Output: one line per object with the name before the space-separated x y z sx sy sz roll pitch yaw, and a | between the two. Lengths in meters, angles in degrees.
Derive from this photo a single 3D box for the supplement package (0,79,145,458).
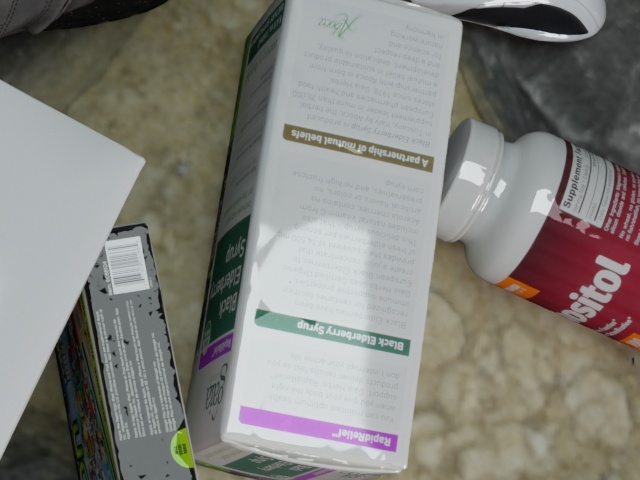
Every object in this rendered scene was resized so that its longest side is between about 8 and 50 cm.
supplement package | -0.187 0.023 0.715 0.134 0.244 0.139 29 68 -13

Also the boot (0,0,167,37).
boot | -0.181 -0.146 0.777 0.338 0.223 0.118 -29 87 -20

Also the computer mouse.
computer mouse | 0.074 -0.157 0.941 0.193 0.042 0.106 6 55 -17

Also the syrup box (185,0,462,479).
syrup box | 0.000 0.000 0.863 0.096 0.093 0.237 13 74 -13

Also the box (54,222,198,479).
box | -0.087 0.106 0.802 0.036 0.114 0.207 -9 79 -18

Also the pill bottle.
pill bottle | 0.132 -0.004 0.908 0.152 0.086 0.086 24 71 -9
